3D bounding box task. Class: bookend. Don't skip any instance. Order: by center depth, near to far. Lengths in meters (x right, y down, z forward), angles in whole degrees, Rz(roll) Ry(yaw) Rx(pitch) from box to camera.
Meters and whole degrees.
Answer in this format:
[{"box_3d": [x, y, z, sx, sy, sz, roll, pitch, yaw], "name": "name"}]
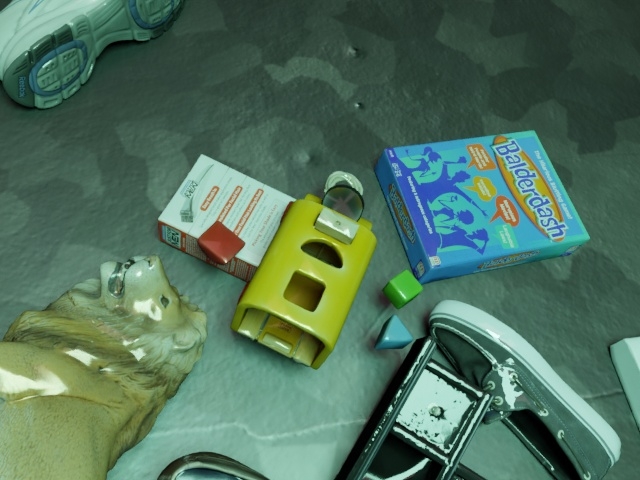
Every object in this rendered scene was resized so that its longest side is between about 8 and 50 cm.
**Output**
[{"box_3d": [0.118, 0.194, 0.551, 0.157, 0.072, 0.156, 32, 80, 5], "name": "bookend"}]

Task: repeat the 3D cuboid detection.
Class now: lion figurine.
[{"box_3d": [-0.199, 0.166, 0.433, 0.240, 0.142, 0.392, 14, 41, -22], "name": "lion figurine"}]

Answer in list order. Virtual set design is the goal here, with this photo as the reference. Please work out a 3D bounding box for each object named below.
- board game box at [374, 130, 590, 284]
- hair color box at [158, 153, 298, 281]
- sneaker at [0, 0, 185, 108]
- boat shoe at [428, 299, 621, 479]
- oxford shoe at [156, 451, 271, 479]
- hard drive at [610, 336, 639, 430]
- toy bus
[{"box_3d": [0.189, -0.045, 0.737, 0.210, 0.047, 0.160, -10, 65, -18], "name": "board game box"}, {"box_3d": [-0.074, -0.010, 0.656, 0.167, 0.053, 0.093, 27, 61, 0], "name": "hair color box"}, {"box_3d": [-0.275, -0.283, 0.732, 0.129, 0.111, 0.297, 36, 59, 15], "name": "sneaker"}, {"box_3d": [0.188, 0.157, 0.616, 0.228, 0.080, 0.076, 44, 60, 4], "name": "boat shoe"}, {"box_3d": [0.018, 0.291, 0.466, 0.364, 0.132, 0.130, 32, 59, 5], "name": "oxford shoe"}, {"box_3d": [0.492, 0.191, 0.681, 0.308, 0.040, 0.203, -4, 63, -15], "name": "hard drive"}, {"box_3d": [0.000, 0.012, 0.572, 0.191, 0.104, 0.202, -16, 69, -22], "name": "toy bus"}]
